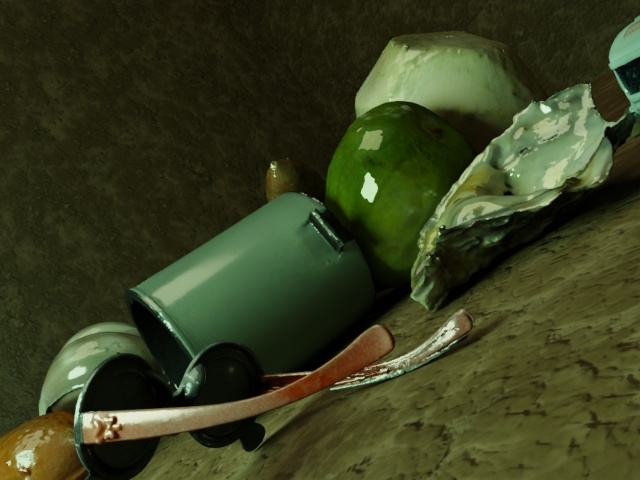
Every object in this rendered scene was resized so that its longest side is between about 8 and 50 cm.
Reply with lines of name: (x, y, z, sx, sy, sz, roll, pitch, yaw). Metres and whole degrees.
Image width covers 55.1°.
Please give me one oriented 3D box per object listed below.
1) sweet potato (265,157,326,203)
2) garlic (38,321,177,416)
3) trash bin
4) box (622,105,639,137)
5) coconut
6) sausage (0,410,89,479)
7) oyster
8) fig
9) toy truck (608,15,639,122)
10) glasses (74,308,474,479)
sweet potato: (0.000, 0.000, 1.031, 0.109, 0.109, 0.385, -34, -41, -8)
garlic: (-0.340, 0.251, 1.026, 0.292, 0.237, 0.210, -17, 18, -11)
trash bin: (-0.091, 0.088, 0.831, 0.263, 0.217, 0.277, -35, -13, -28)
box: (0.478, -0.189, 0.881, 0.083, 0.035, 0.079, -34, 2, 38)
coconut: (0.233, -0.188, 1.084, 0.353, 0.352, 0.352, -34, 2, 1)
sausage: (-0.432, 0.354, 0.900, 0.268, 0.153, 0.141, -34, 12, 20)
oyster: (0.224, -0.055, 0.688, 0.271, 0.100, 0.275, -39, 10, 42)
fig: (0.119, -0.036, 0.901, 0.233, 0.233, 0.314, -35, -40, -35)
toy truck: (0.441, -0.230, 0.606, 0.305, 0.162, 0.136, -34, 2, -4)
glasses: (-0.028, 0.129, 0.485, 0.269, 0.118, 0.234, -12, -11, 29)
